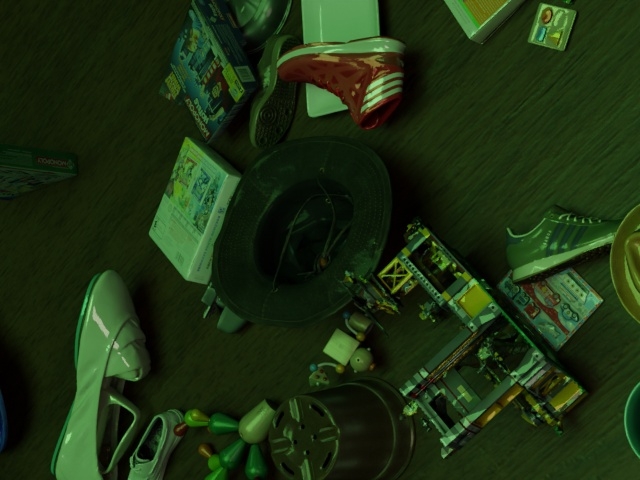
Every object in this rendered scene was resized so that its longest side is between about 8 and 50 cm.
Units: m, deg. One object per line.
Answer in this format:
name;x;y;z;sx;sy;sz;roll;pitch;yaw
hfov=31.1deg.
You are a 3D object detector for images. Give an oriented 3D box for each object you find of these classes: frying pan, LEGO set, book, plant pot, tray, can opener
frying pan;-0.139;-0.472;1.920;0.197;0.053;0.326;-12;82;35
LEGO set;0.171;0.150;1.504;0.192;0.255;0.331;-44;68;7
book;0.247;-0.364;1.626;0.144;0.035;0.096;-43;60;26
plant pot;0.024;0.283;1.657;0.167;0.165;0.167;-3;85;36
tray;0.037;-0.332;1.783;0.145;0.030;0.270;-8;81;36
can opener;-0.106;0.019;1.851;0.095;0.076;0.283;31;107;1

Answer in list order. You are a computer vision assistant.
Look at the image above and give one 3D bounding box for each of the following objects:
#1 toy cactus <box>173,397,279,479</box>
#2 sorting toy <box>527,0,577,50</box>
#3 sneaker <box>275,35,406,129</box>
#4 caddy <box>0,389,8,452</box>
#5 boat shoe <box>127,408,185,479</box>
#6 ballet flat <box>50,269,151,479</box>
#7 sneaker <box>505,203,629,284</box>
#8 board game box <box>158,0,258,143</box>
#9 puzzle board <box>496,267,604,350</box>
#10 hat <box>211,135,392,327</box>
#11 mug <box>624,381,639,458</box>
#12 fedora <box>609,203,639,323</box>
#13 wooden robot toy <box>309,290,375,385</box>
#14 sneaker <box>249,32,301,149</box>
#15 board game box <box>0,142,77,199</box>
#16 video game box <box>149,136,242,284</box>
toy cactus;-0.138;0.324;1.827;0.180;0.112;0.219;-51;50;11
sorting toy;0.321;-0.307;1.577;0.062;0.012;0.083;23;100;36
sneaker;0.025;-0.227;1.711;0.221;0.087;0.128;-5;82;38
caddy;-0.719;0.279;2.216;0.341;0.179;0.241;44;136;31
boat shoe;-0.290;0.367;1.950;0.066;0.063;0.184;47;113;30
ballet flat;-0.361;0.252;1.990;0.139;0.139;0.400;22;104;36
sneaker;0.327;-0.012;1.510;0.192;0.064;0.086;-24;71;27
board game box;-0.188;-0.267;1.901;0.194;0.060;0.194;-47;64;45
puzzle board;0.308;0.072;1.556;0.128;0.011;0.096;49;115;28
hat;0.000;0.000;1.708;0.331;0.134;0.331;-17;60;33
mug;0.454;0.226;1.380;0.158;0.097;0.129;48;113;29
fedora;0.421;0.030;1.356;0.194;0.079;0.194;-4;84;38
wooden robot toy;0.055;0.161;1.705;0.079;0.076;0.173;33;92;19
sneaker;-0.079;-0.240;1.854;0.071;0.066;0.188;23;97;54
board game box;-0.633;-0.130;2.091;0.213;0.317;0.046;-15;78;36
video game box;-0.204;-0.053;1.889;0.205;0.048;0.187;42;115;56
